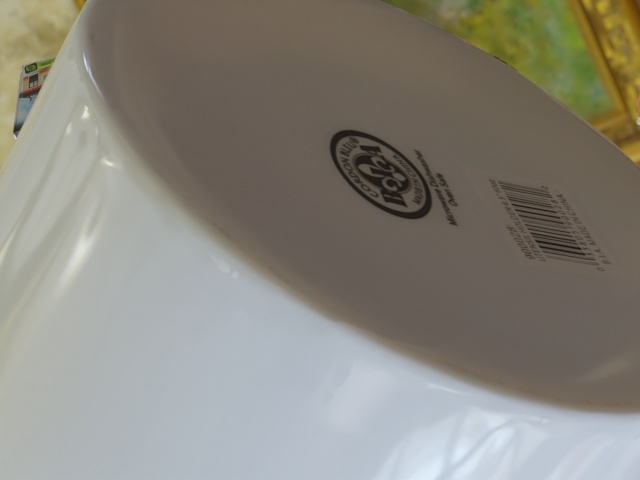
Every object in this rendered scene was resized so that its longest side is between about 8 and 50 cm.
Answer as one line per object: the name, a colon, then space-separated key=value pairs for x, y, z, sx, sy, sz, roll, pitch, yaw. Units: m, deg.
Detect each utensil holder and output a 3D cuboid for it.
utensil holder: x=-0.044 y=0.112 z=0.776 sx=0.327 sy=0.385 sz=0.327 roll=22 pitch=-151 yaw=-13

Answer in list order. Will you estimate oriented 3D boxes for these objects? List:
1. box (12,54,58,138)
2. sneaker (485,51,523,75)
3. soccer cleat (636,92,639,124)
box: x=-0.220 y=-0.165 z=1.791 sx=0.114 sy=0.207 sz=0.036 roll=-94 pitch=-15 yaw=-45
sneaker: x=0.170 y=-0.080 z=1.485 sx=0.211 sy=0.081 sz=0.080 roll=44 pitch=-137 yaw=-20
soccer cleat: x=0.348 y=-0.098 z=1.277 sx=0.083 sy=0.095 sz=0.248 roll=16 pitch=-175 yaw=-45
